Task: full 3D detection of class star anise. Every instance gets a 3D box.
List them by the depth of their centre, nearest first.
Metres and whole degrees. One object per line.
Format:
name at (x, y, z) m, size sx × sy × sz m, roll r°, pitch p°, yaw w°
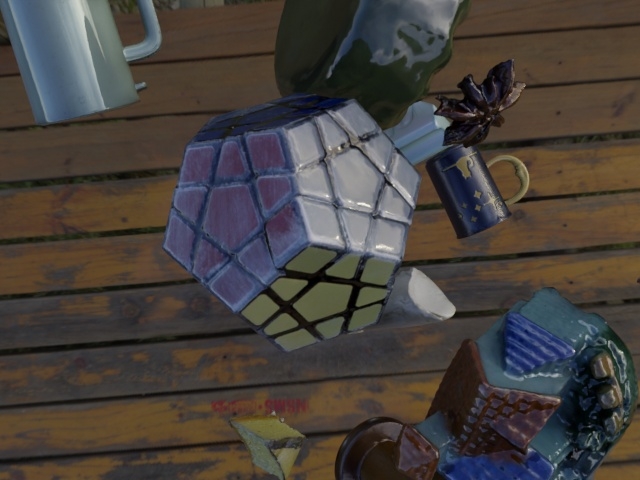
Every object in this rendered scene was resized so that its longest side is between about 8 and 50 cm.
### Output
star anise at (0.253, -0.209, 0.967) m, size 0.168 × 0.167 × 0.057 m, roll -24°, pitch 52°, yaw -1°

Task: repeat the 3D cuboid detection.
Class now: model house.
model house at (0.277, 0.271, 0.918) m, size 0.252 × 0.329 × 0.294 m, roll 41°, pitch 131°, yaw 33°

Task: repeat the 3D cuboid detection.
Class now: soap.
soap at (0.191, -0.259, 1.609) m, size 0.290 × 0.172 × 0.095 m, roll -26°, pitch 128°, yaw 28°

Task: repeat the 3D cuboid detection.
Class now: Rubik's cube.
Rubik's cube at (-0.033, -0.027, 0.749) m, size 0.319 × 0.319 × 0.263 m, roll -15°, pitch 113°, yaw -1°

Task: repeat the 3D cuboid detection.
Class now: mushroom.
mushroom at (0.200, 0.191, 1.822) m, size 0.154 × 0.408 × 0.137 m, roll 49°, pitch 52°, yaw -18°

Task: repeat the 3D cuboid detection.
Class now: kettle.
kettle at (-0.464, -0.401, 1.178) m, size 0.265 × 0.205 × 0.317 m, roll -8°, pitch 107°, yaw 18°

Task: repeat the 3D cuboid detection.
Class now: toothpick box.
toothpick box at (0.154, 0.464, 1.171) m, size 0.192 × 0.294 × 0.191 m, roll -5°, pitch 102°, yaw -26°

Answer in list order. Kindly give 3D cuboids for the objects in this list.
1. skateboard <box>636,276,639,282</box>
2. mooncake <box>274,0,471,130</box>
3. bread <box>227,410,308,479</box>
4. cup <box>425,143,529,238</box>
skateboard at (0.610, 0.042, 1.117) m, size 0.064 × 0.032 × 0.083 m, roll -29°, pitch 132°, yaw -16°
mooncake at (0.078, -0.350, 0.975) m, size 0.194 × 0.356 × 0.356 m, roll 13°, pitch 88°, yaw -27°
bread at (-0.129, 0.454, 1.384) m, size 0.152 × 0.147 × 0.127 m, roll 32°, pitch 78°, yaw -44°
cup at (0.468, -0.170, 1.856) m, size 0.255 × 0.178 × 0.256 m, roll -25°, pitch 91°, yaw -27°
